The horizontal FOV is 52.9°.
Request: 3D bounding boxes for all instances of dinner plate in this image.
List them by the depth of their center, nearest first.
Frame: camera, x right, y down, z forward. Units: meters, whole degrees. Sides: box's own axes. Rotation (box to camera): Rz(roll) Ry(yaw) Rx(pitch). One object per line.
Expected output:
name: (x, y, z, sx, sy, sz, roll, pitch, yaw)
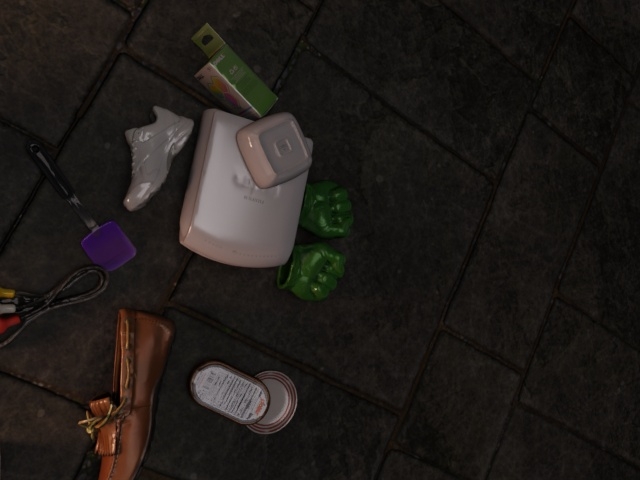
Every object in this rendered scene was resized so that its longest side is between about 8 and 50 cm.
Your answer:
dinner plate: (-0.119, 0.363, 1.446, 0.141, 0.017, 0.141, 0, 91, -27)

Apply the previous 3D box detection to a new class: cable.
cable: (-0.537, 0.126, 1.206, 0.287, 0.072, 0.139, -9, 97, -25)

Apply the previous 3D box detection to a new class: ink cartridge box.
ink cartridge box: (-0.199, -0.345, 1.357, 0.209, 0.109, 0.062, 45, 71, -20)

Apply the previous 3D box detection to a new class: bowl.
bowl: (-0.086, -0.189, 1.326, 0.142, 0.053, 0.142, -29, 102, -27)

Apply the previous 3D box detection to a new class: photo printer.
photo printer: (-0.160, -0.099, 1.377, 0.256, 0.107, 0.308, 14, 83, -26)

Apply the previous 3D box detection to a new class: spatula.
spatula: (-0.478, -0.068, 1.260, 0.084, 0.030, 0.296, -39, 106, -19)

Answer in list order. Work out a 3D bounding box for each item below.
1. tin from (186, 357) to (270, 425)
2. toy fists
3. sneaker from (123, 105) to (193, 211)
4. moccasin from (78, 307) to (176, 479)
tin: (-0.196, 0.328, 1.385, 0.189, 0.040, 0.106, 30, 82, -16)
toy fists: (0.000, 0.000, 1.464, 0.142, 0.096, 0.279, 13, 83, -27)
sneaker: (-0.354, -0.170, 1.301, 0.115, 0.090, 0.232, 29, 68, -17)
moccasin: (-0.389, 0.322, 1.243, 0.147, 0.139, 0.380, 16, 83, -25)
